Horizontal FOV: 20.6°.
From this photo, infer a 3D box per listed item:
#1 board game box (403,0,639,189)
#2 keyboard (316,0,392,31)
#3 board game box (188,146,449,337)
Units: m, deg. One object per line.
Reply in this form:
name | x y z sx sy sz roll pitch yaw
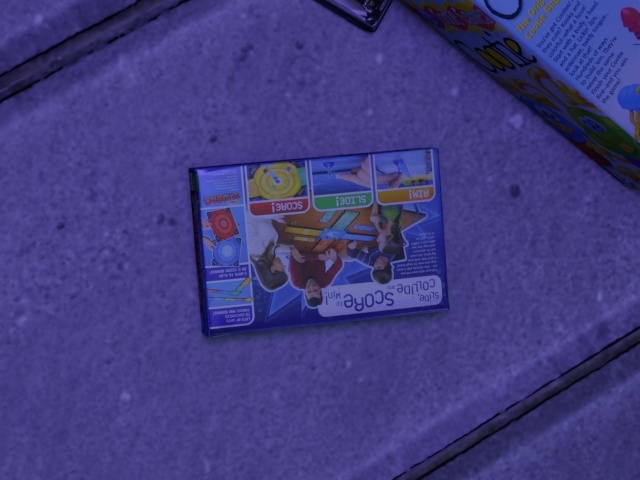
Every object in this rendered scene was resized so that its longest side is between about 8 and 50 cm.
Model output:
board game box | 0.217 -0.171 1.390 0.275 0.142 0.144 37 84 -20
keyboard | 0.065 -0.257 1.422 0.108 0.023 0.180 30 87 -8
board game box | 0.000 0.000 1.417 0.201 0.035 0.136 -5 95 -13
